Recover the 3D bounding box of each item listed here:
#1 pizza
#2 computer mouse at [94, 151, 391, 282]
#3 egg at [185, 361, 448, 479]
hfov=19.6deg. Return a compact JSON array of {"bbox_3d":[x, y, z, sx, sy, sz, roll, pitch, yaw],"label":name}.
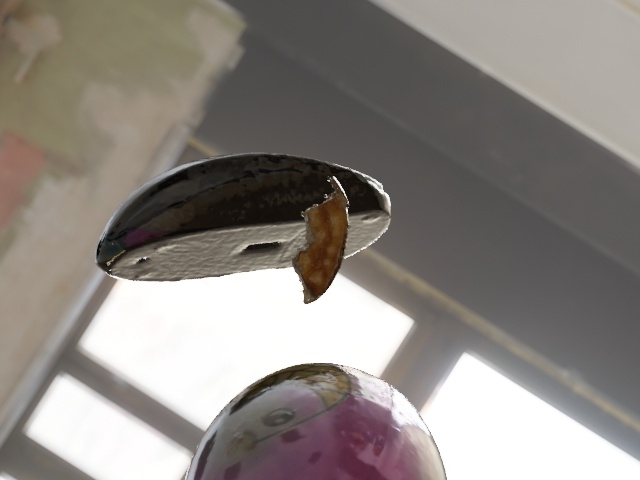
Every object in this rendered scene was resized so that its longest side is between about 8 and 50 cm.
[{"bbox_3d":[0.000,0.000,1.172,0.016,0.037,0.083,-1,-105,54],"label":"pizza"},{"bbox_3d":[-0.071,-0.028,1.624,0.137,0.270,0.086,131,-51,-60],"label":"computer mouse"},{"bbox_3d":[-0.004,0.188,1.327,0.196,0.196,0.271,-58,-174,4],"label":"egg"}]
